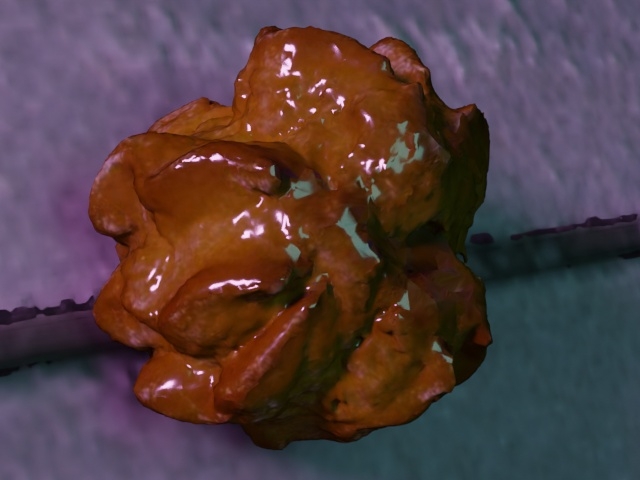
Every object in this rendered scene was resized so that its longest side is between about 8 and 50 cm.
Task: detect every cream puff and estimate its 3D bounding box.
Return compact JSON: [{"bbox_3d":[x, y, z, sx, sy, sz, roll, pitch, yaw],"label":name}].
[{"bbox_3d":[0.000,0.000,0.508,0.116,0.094,0.122,48,45,-22],"label":"cream puff"}]
